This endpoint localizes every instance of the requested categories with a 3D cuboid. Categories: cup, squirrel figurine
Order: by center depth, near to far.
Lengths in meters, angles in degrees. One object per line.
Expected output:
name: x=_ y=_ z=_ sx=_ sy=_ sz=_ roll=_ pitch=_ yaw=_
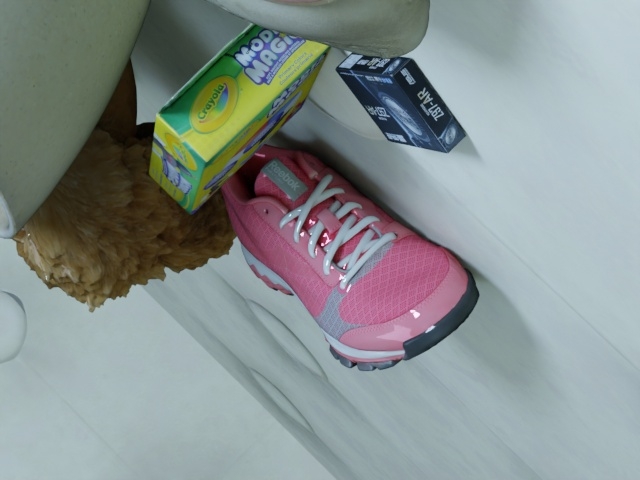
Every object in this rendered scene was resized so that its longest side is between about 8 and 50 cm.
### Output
cup: x=-0.251 y=-0.199 z=1.131 sx=0.331 sy=0.237 sz=0.331 roll=41 pitch=163 yaw=16
squirrel figurine: x=-0.257 y=-0.099 z=1.455 sx=0.397 sy=0.281 sz=0.370 roll=48 pitch=174 yaw=0

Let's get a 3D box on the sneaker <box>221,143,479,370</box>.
sneaker: x=-0.001 y=0.000 z=1.262 sx=0.314 sy=0.116 sz=0.136 roll=29 pitch=158 yaw=53

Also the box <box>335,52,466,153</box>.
box: x=0.051 y=-0.091 z=1.021 sx=0.067 sy=0.018 sz=0.083 roll=52 pitch=166 yaw=-24

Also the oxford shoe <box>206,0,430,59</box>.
oxford shoe: x=-0.101 y=-0.214 z=0.866 sx=0.397 sy=0.140 sz=0.146 roll=41 pitch=174 yaw=29

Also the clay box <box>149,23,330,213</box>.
clay box: x=-0.059 y=-0.096 z=1.113 sx=0.053 sy=0.127 sz=0.222 roll=45 pitch=168 yaw=0
